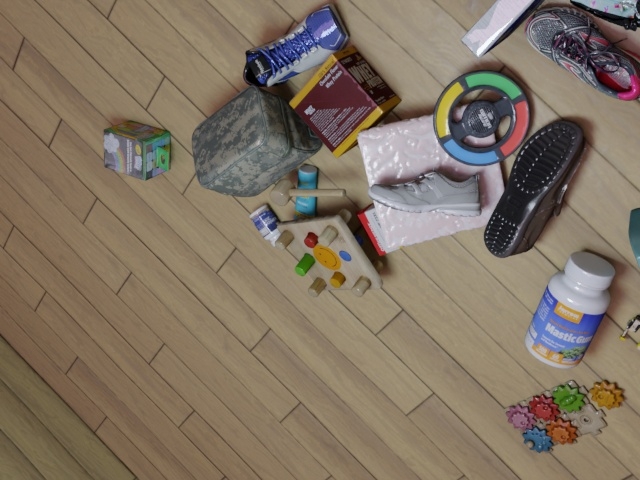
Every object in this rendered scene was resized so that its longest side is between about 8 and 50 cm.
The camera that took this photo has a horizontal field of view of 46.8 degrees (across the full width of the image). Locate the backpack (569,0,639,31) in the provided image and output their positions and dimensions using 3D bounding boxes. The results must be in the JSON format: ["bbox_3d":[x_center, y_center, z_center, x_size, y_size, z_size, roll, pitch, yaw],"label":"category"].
[{"bbox_3d":[0.619,-0.513,1.537,0.182,0.152,0.115,32,119,28],"label":"backpack"}]

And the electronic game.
[{"bbox_3d":[0.383,-0.289,1.761,0.229,0.048,0.229,1,107,4],"label":"electronic game"}]

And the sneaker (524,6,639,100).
[{"bbox_3d":[0.583,-0.411,1.611,0.299,0.112,0.121,34,124,13],"label":"sneaker"}]

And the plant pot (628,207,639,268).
[{"bbox_3d":[0.777,0.024,1.625,0.165,0.234,0.166,-17,102,34],"label":"plant pot"}]

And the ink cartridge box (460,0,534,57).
[{"bbox_3d":[0.448,-0.528,1.516,0.072,0.303,0.307,45,125,3],"label":"ink cartridge box"}]

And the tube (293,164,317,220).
[{"bbox_3d":[-0.042,-0.116,2.146,0.080,0.052,0.207,26,129,30],"label":"tube"}]

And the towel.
[{"bbox_3d":[0.288,-0.162,1.861,0.331,0.053,0.317,-13,107,7],"label":"towel"}]

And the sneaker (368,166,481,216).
[{"bbox_3d":[0.256,-0.124,1.811,0.281,0.105,0.115,4,94,-4],"label":"sneaker"}]

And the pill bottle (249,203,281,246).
[{"bbox_3d":[-0.156,-0.044,2.227,0.067,0.067,0.120,-33,94,36],"label":"pill bottle"}]

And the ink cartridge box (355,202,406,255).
[{"bbox_3d":[0.200,-0.048,2.015,0.231,0.078,0.134,-23,101,35],"label":"ink cartridge box"}]

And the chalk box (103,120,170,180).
[{"bbox_3d":[-0.552,-0.277,2.307,0.213,0.132,0.133,19,119,20],"label":"chalk box"}]

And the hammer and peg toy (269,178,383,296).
[{"bbox_3d":[0.000,0.000,2.040,0.265,0.127,0.361,-4,127,47],"label":"hammer and peg toy"}]

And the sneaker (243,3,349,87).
[{"bbox_3d":[-0.086,-0.475,1.918,0.315,0.182,0.128,-25,100,35],"label":"sneaker"}]

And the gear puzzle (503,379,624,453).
[{"bbox_3d":[0.673,0.478,2.011,0.339,0.044,0.175,-36,92,36],"label":"gear puzzle"}]

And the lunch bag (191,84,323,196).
[{"bbox_3d":[-0.171,-0.252,2.033,0.305,0.256,0.213,-31,59,34],"label":"lunch bag"}]

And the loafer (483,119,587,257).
[{"bbox_3d":[0.527,-0.122,1.789,0.134,0.130,0.366,52,124,42],"label":"loafer"}]

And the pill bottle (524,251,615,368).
[{"bbox_3d":[0.622,0.170,1.832,0.152,0.152,0.272,24,123,18],"label":"pill bottle"}]

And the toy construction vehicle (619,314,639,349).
[{"bbox_3d":[0.801,0.225,1.833,0.085,0.035,0.098,23,125,6],"label":"toy construction vehicle"}]

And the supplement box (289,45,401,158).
[{"bbox_3d":[0.064,-0.360,1.918,0.194,0.129,0.191,48,126,1],"label":"supplement box"}]
